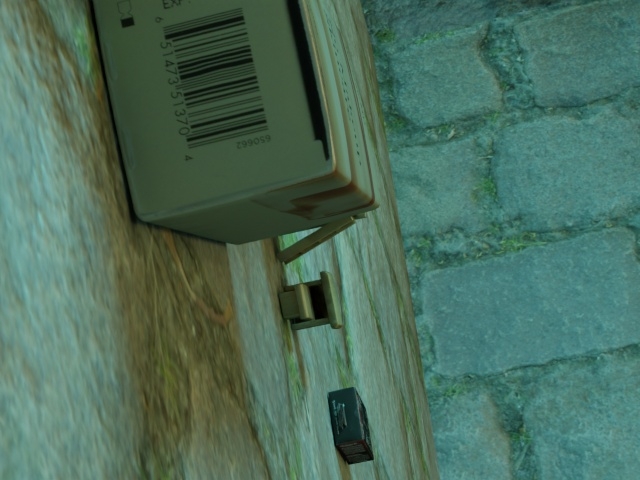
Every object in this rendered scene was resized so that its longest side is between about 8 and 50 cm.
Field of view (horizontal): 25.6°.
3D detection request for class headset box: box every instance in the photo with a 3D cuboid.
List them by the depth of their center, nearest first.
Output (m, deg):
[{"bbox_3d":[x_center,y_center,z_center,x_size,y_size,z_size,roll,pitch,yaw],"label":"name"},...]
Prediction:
[{"bbox_3d":[0.033,0.199,1.521,0.083,0.032,0.062,63,16,-62],"label":"headset box"}]

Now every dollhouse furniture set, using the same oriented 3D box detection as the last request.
[{"bbox_3d":[0.000,0.000,1.301,0.182,0.101,0.161,29,50,-81],"label":"dollhouse furniture set"}]

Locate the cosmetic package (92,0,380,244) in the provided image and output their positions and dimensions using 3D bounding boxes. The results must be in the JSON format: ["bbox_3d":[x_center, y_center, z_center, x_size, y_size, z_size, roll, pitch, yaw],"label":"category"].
[{"bbox_3d":[-0.044,-0.087,0.969,0.296,0.129,0.153,14,63,-83],"label":"cosmetic package"}]
